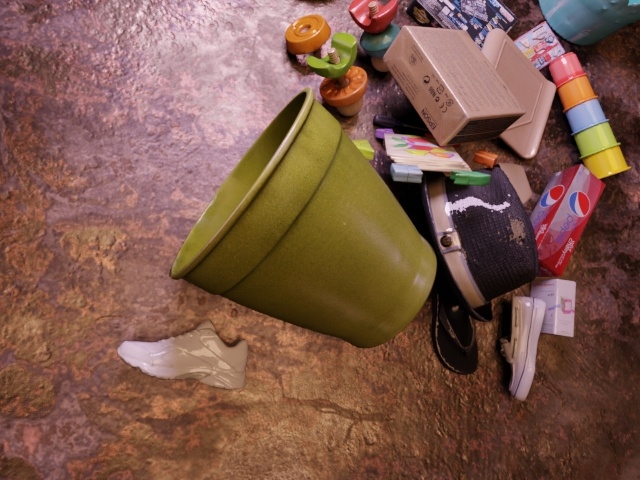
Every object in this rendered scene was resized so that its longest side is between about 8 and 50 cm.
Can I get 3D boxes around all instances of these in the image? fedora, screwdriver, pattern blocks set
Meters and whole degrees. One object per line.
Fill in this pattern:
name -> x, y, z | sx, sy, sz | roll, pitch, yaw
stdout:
fedora -> 0.320, -0.019, 0.829 | 0.152, 0.334, 0.334 | -21, 88, 28
screwdriver -> 0.197, -0.259, 0.979 | 0.169, 0.025, 0.024 | 7, 81, -22
pattern blocks set -> 0.196, -0.172, 0.827 | 0.285, 0.325, 0.026 | -1, 118, -11

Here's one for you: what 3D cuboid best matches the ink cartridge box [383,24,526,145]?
ink cartridge box -> 0.265, -0.310, 0.859 | 0.193, 0.088, 0.235 | -14, 68, -34

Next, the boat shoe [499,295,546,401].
boat shoe -> 0.435, 0.233, 0.954 | 0.075, 0.083, 0.226 | 12, 85, 19

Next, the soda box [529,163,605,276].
soda box -> 0.548, -0.044, 0.999 | 0.083, 0.092, 0.263 | 36, 76, -9

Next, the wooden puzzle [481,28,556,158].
wooden puzzle -> 0.445, -0.339, 1.016 | 0.238, 0.044, 0.221 | 27, 77, -24

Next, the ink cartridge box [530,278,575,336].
ink cartridge box -> 0.520, 0.150, 0.970 | 0.052, 0.088, 0.122 | 11, 80, -10

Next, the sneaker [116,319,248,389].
sneaker -> -0.240, 0.197, 0.783 | 0.232, 0.090, 0.115 | 17, 73, -21

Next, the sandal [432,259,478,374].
sandal -> 0.288, 0.165, 0.927 | 0.097, 0.054, 0.255 | -7, 85, -15

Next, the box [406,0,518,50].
box -> 0.339, -0.538, 1.027 | 0.220, 0.051, 0.175 | 41, 75, -6

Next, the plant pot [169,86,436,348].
plant pot -> 0.000, 0.000, 0.747 | 0.353, 0.366, 0.366 | 36, 76, -19

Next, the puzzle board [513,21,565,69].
puzzle board -> 0.558, -0.493, 1.098 | 0.128, 0.011, 0.096 | -35, 93, -16

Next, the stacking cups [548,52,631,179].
stacking cups -> 0.658, -0.306, 1.065 | 0.096, 0.096, 0.316 | -16, 84, -15

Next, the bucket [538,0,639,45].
bucket -> 0.701, -0.643, 1.062 | 0.281, 0.183, 0.281 | 2, 82, -15

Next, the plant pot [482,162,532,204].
plant pot -> 0.407, -0.115, 0.971 | 0.096, 0.109, 0.109 | -16, 87, -29

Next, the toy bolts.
toy bolts -> 0.061, -0.398, 0.924 | 0.228, 0.158, 0.218 | -40, 53, -5
